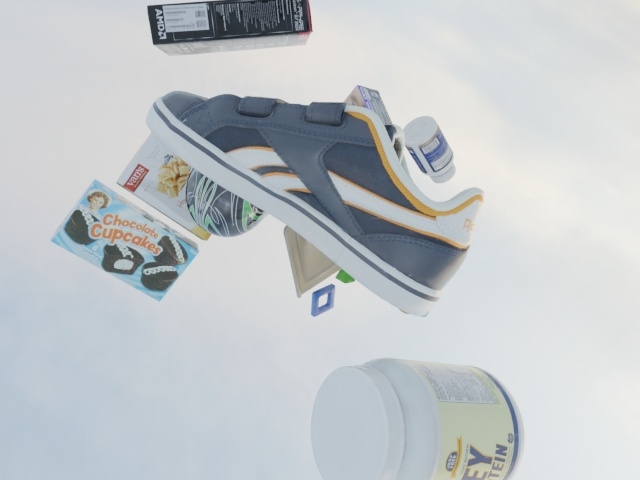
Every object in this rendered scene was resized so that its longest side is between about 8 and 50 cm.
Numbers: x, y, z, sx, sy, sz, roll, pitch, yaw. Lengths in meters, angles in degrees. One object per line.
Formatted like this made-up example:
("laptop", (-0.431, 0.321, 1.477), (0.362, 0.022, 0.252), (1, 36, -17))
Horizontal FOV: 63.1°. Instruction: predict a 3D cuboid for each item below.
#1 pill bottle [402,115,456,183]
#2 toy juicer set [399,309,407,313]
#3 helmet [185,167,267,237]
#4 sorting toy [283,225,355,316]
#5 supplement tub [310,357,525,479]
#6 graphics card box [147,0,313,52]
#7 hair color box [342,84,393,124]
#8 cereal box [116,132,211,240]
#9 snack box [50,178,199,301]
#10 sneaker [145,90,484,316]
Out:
("pill bottle", (0.197, -0.158, 0.929), (0.120, 0.067, 0.067), (47, -151, -40))
("toy juicer set", (0.150, 0.055, 1.279), (0.209, 0.089, 0.329), (46, -177, -32))
("helmet", (-0.172, -0.089, 0.977), (0.169, 0.169, 0.161), (46, -165, 13))
("sorting toy", (0.000, 0.000, 1.095), (0.196, 0.348, 0.047), (-34, -137, -30))
("supplement tub", (0.170, 0.331, 0.914), (0.324, 0.235, 0.235), (13, -135, -34))
("graphics card box", (-0.214, -0.524, 1.283), (0.370, 0.094, 0.233), (-7, -166, -4))
("hair color box", (0.094, -0.347, 1.805), (0.110, 0.339, 0.185), (4, -123, -38))
("cereal box", (-0.319, -0.134, 1.206), (0.240, 0.047, 0.173), (35, -102, -21))
("snack box", (-0.507, 0.006, 1.378), (0.322, 0.187, 0.060), (36, -172, -27))
("sneaker", (-0.006, -0.073, 0.474), (0.321, 0.127, 0.126), (34, -167, 11))
